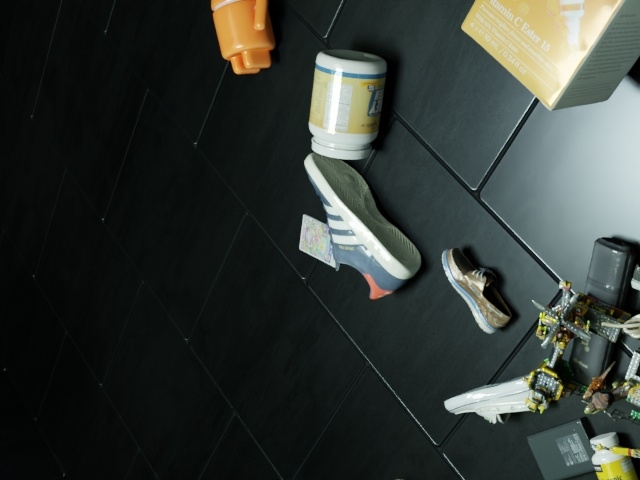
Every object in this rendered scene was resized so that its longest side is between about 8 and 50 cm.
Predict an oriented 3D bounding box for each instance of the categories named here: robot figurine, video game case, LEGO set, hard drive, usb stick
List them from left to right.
[{"bbox_3d":[-0.173,-0.489,2.124,0.158,0.128,0.219,148,109,-88],"label":"robot figurine"},{"bbox_3d":[0.000,0.000,2.139,0.122,0.011,0.087,26,118,41],"label":"video game case"},{"bbox_3d":[0.449,0.387,1.733,0.135,0.022,0.094,-35,74,46],"label":"hard drive"},{"bbox_3d":[0.480,0.129,1.620,0.077,0.045,0.278,25,117,41],"label":"usb stick"},{"bbox_3d":[0.466,0.230,1.508,0.331,0.192,0.255,32,119,23],"label":"LEGO set"}]

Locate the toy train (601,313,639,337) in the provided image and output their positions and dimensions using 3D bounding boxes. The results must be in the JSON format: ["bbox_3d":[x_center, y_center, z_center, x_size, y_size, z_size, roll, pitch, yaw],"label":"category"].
[{"bbox_3d":[0.561,0.118,1.409,0.248,0.143,0.105,-3,84,28],"label":"toy train"}]

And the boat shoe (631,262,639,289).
[{"bbox_3d":[0.564,0.070,1.513,0.142,0.049,0.040,16,111,47],"label":"boat shoe"}]

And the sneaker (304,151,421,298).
[{"bbox_3d":[0.055,-0.026,1.982,0.350,0.131,0.148,55,129,23],"label":"sneaker"}]

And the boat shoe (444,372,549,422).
[{"bbox_3d":[0.332,0.313,1.798,0.226,0.083,0.075,-27,78,47],"label":"boat shoe"}]

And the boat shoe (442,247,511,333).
[{"bbox_3d":[0.303,0.084,1.796,0.066,0.066,0.183,-40,80,40],"label":"boat shoe"}]

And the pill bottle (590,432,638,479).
[{"bbox_3d":[0.511,0.396,1.638,0.065,0.065,0.116,-26,79,47],"label":"pill bottle"}]

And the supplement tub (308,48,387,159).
[{"bbox_3d":[0.053,-0.277,1.914,0.144,0.144,0.199,26,118,41],"label":"supplement tub"}]

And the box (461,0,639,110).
[{"bbox_3d":[0.403,-0.397,1.394,0.215,0.168,0.345,50,132,26],"label":"box"}]
